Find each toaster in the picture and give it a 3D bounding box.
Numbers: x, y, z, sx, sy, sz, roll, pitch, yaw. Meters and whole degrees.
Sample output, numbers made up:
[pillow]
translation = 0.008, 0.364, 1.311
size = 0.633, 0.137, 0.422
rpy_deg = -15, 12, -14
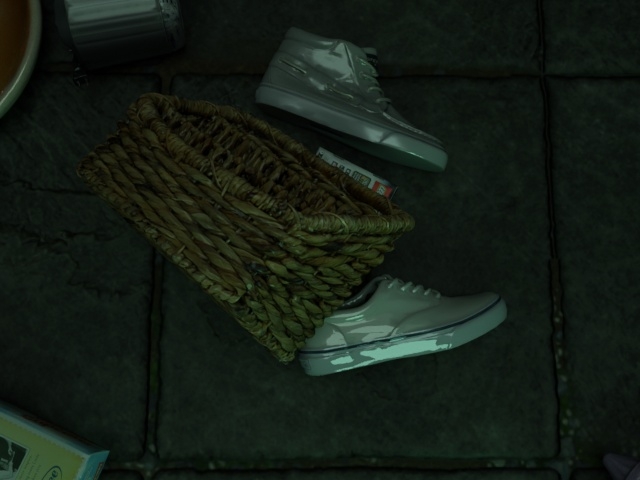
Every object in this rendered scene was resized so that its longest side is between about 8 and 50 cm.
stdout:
[toaster]
translation = -0.256, -0.314, 0.943
size = 0.146, 0.129, 0.227
rpy_deg = -11, 78, -5

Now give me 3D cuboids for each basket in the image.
[basket]
translation = -0.087, -0.058, 0.808
size = 0.223, 0.213, 0.299
rpy_deg = -47, 57, -9

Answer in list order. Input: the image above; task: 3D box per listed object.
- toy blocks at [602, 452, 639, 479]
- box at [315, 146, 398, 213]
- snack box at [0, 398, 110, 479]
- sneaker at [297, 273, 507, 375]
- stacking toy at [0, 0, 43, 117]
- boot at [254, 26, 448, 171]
[toy blocks]
translation = 0.404, 0.330, 0.804
size = 0.288, 0.309, 0.260
rpy_deg = -41, 49, -19
[box]
translation = 0.000, 0.000, 0.929
size = 0.114, 0.036, 0.207
rpy_deg = 28, 80, 5
[snack box]
translation = -0.383, 0.342, 0.806
size = 0.187, 0.060, 0.322
rpy_deg = 22, 81, 11
[sneaker]
translation = 0.095, 0.084, 0.866
size = 0.258, 0.094, 0.091
rpy_deg = -12, 95, -15
[stacking toy]
translation = -0.529, -0.307, 0.758
size = 0.350, 0.480, 0.351
rpy_deg = 0, 79, 0
[boot]
translation = 0.053, -0.183, 0.934
size = 0.258, 0.095, 0.123
rpy_deg = 22, 86, 5
